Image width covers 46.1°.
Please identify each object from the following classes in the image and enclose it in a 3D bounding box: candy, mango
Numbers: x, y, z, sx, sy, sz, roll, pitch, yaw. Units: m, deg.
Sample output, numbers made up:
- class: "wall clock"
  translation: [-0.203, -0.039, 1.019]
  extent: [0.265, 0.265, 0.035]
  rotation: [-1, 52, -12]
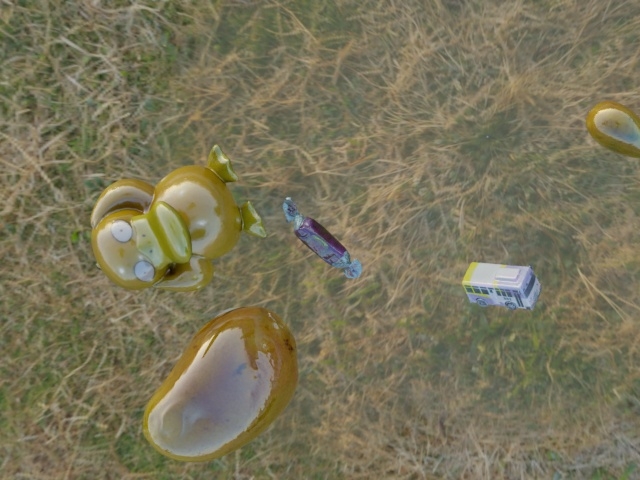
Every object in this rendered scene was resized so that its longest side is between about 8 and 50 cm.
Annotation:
- class: "candy"
  translation: [0.000, 0.000, 1.211]
  extent: [0.175, 0.043, 0.045]
  rotation: [41, 131, -8]
- class: "mango"
  translation: [-0.062, 0.092, 0.482]
  extent: [0.060, 0.114, 0.080]
  rotation: [-13, 110, 55]
- class: "mango"
  translation: [0.641, -0.232, 1.610]
  extent: [0.163, 0.111, 0.090]
  rotation: [36, 91, -24]

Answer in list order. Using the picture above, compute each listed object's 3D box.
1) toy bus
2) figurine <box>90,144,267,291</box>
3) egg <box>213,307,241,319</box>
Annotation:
- class: "toy bus"
  translation: [0.266, 0.065, 1.105]
  extent: [0.102, 0.052, 0.058]
  rotation: [4, 138, 40]
- class: "figurine"
  translation: [-0.223, -0.021, 1.153]
  extent: [0.215, 0.228, 0.215]
  rotation: [17, 123, 28]
- class: "egg"
  translation: [-0.107, 0.155, 0.997]
  extent: [0.103, 0.103, 0.135]
  rotation: [-16, 61, 14]
